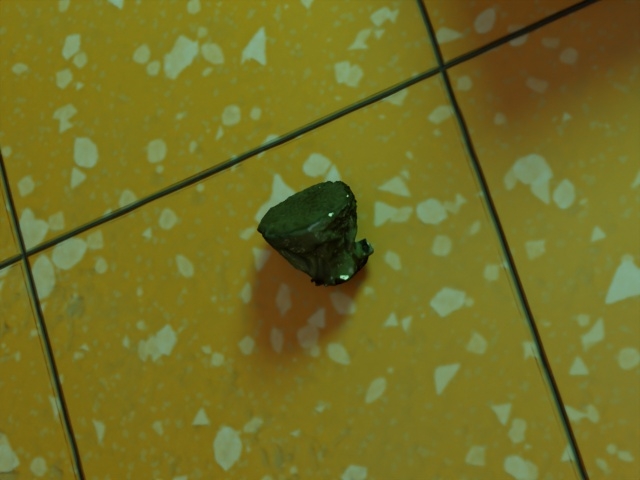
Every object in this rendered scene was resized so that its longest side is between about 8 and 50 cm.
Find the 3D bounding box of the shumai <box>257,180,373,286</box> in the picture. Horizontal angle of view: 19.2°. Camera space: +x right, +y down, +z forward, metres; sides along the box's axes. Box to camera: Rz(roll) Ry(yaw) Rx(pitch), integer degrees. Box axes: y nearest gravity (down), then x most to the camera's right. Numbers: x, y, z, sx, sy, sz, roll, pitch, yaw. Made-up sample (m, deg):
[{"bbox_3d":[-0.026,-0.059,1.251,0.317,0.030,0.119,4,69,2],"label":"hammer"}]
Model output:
[{"bbox_3d":[0.001,-0.001,1.862,0.099,0.124,0.087,-31,108,-6],"label":"shumai"}]
